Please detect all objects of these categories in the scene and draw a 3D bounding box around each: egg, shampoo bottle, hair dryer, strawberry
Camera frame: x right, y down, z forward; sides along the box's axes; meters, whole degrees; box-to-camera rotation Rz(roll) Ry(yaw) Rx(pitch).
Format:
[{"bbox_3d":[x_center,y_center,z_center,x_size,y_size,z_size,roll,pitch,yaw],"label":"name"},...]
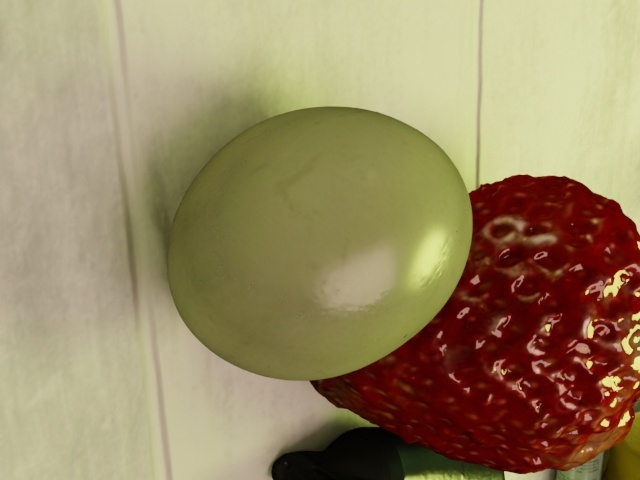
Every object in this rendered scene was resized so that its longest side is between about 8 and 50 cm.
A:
[{"bbox_3d":[0.000,0.000,1.271,0.269,0.219,0.219,-27,130,-38],"label":"egg"},{"bbox_3d":[0.312,0.264,1.861,0.056,0.056,0.195,-22,128,-35],"label":"shampoo bottle"},{"bbox_3d":[0.032,0.325,1.589,0.244,0.116,0.303,7,114,-44],"label":"hair dryer"},{"bbox_3d":[0.173,0.098,1.456,0.310,0.291,0.292,-42,136,-26],"label":"strawberry"}]

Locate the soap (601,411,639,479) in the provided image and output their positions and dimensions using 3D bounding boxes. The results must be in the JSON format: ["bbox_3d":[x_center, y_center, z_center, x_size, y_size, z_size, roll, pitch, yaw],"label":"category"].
[{"bbox_3d":[0.479,0.278,1.916,0.281,0.143,0.259,-17,136,-19],"label":"soap"}]
